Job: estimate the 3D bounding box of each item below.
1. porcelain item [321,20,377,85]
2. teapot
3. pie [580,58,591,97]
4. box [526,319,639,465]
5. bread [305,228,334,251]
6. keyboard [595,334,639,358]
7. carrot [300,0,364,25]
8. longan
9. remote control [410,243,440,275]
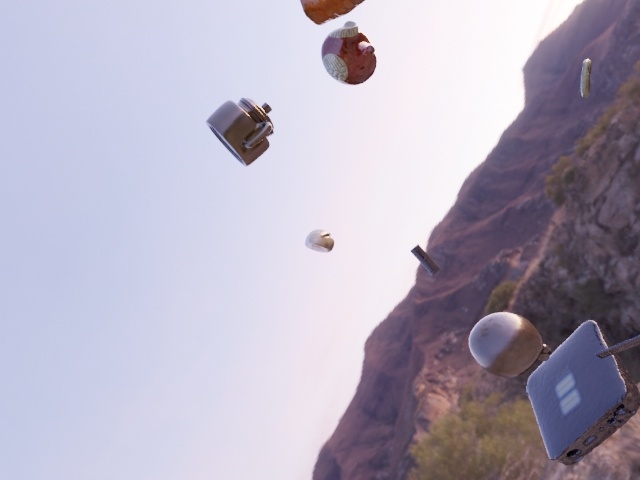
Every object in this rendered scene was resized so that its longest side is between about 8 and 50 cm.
[{"bbox_3d":[0.136,-0.756,2.308,0.253,0.252,0.253,-53,-19,-27],"label":"porcelain item"},{"bbox_3d":[-0.209,-0.333,1.667,0.175,0.267,0.185,-45,-56,-4],"label":"teapot"},{"bbox_3d":[0.607,-0.371,1.305,0.085,0.017,0.085,-19,-68,-58],"label":"pie"},{"bbox_3d":[0.792,0.465,1.764,0.359,0.090,0.350,-58,14,30],"label":"box"},{"bbox_3d":[0.000,0.001,1.467,0.214,0.073,0.053,132,159,-83],"label":"bread"},{"bbox_3d":[0.748,0.251,1.386,0.155,0.010,0.053,-34,-37,28],"label":"keyboard"},{"bbox_3d":[0.056,-0.718,1.619,0.159,0.225,0.159,8,-100,-52],"label":"carrot"},{"bbox_3d":[0.476,0.262,1.427,0.185,0.204,0.159,116,167,-72],"label":"longan"},{"bbox_3d":[0.282,0.052,1.541,0.034,0.091,0.016,-41,-9,-3],"label":"remote control"}]
